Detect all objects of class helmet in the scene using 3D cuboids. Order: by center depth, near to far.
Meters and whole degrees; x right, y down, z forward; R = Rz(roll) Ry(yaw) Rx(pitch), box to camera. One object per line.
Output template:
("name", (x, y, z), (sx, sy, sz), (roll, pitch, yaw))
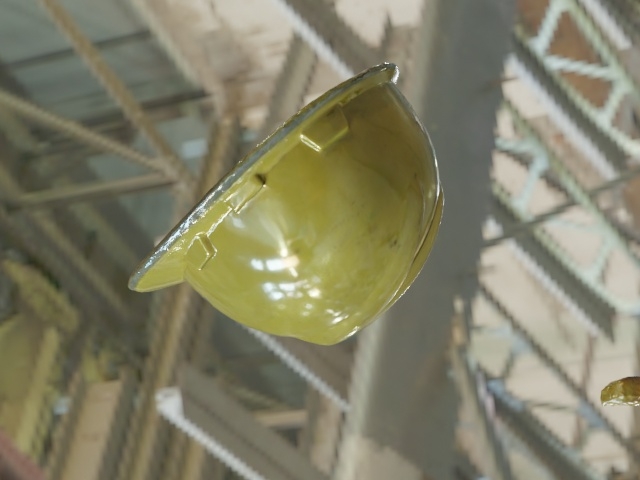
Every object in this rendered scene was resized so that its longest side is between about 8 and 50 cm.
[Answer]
("helmet", (0.000, 0.000, 1.336), (0.140, 0.257, 0.205), (49, -164, 9))

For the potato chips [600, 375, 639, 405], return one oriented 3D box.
("potato chips", (0.292, 0.120, 1.285), (0.204, 0.026, 0.037), (14, -134, -15))
